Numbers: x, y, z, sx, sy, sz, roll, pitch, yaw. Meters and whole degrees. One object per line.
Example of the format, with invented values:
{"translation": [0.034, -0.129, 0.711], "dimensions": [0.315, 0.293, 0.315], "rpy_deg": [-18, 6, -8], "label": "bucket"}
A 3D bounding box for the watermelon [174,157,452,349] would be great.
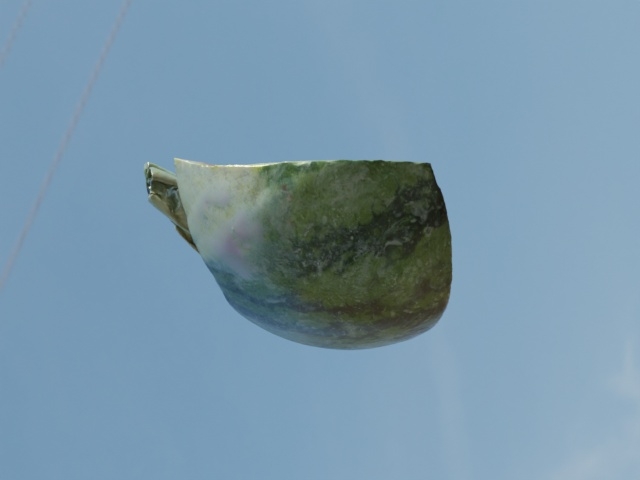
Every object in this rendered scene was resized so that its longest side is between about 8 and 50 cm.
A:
{"translation": [0.000, 0.000, 1.216], "dimensions": [0.260, 0.176, 0.256], "rpy_deg": [-4, -46, -26], "label": "watermelon"}

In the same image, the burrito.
{"translation": [-0.145, -0.035, 1.345], "dimensions": [0.044, 0.074, 0.118], "rpy_deg": [-30, -55, 17], "label": "burrito"}
